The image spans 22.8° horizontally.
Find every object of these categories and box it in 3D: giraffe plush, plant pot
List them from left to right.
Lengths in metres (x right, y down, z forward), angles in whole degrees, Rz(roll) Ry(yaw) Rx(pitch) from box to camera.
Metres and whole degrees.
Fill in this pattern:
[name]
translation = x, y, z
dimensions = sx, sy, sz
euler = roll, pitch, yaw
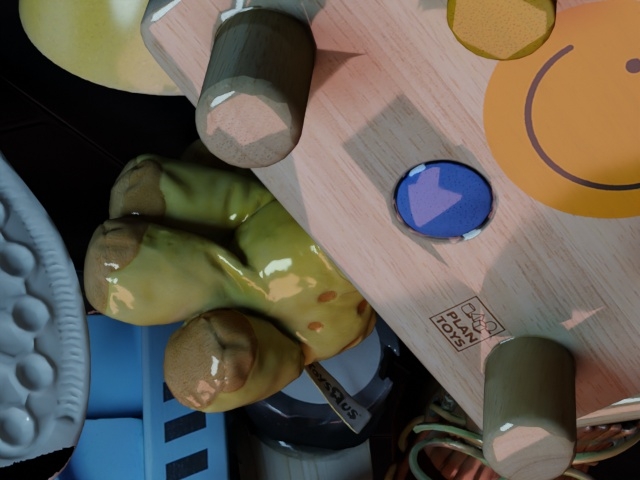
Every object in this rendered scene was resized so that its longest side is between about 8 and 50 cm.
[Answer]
[plant pot]
translation = -0.061, -0.138, 0.662
dimensions = 0.134, 0.134, 0.095
euler = 13, 132, 9
[giraffe plush]
translation = 0.000, 0.000, 0.886
dimensions = 0.210, 0.181, 0.170
euler = 36, 130, -16

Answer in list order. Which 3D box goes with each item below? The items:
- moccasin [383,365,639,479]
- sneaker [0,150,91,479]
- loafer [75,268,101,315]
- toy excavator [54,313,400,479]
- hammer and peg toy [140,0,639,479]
[moccasin]
translation = 0.127, 0.119, 1.046
dimensions = 0.139, 0.147, 0.380
euler = 23, 155, -14
[sneaker]
translation = -0.257, 0.041, 0.941
dimensions = 0.130, 0.322, 0.236
euler = -12, 157, -36
[loafer]
translation = -0.207, 0.050, 1.249
dimensions = 0.170, 0.062, 0.061
euler = -7, -174, 30
[toy excavator]
translation = -0.178, 0.127, 1.061
dimensions = 0.445, 0.433, 0.222
euler = -2, 149, -7
[hammer and peg toy]
translation = 0.132, -0.010, 0.604
dimensions = 0.266, 0.127, 0.361
euler = -26, 121, 25
